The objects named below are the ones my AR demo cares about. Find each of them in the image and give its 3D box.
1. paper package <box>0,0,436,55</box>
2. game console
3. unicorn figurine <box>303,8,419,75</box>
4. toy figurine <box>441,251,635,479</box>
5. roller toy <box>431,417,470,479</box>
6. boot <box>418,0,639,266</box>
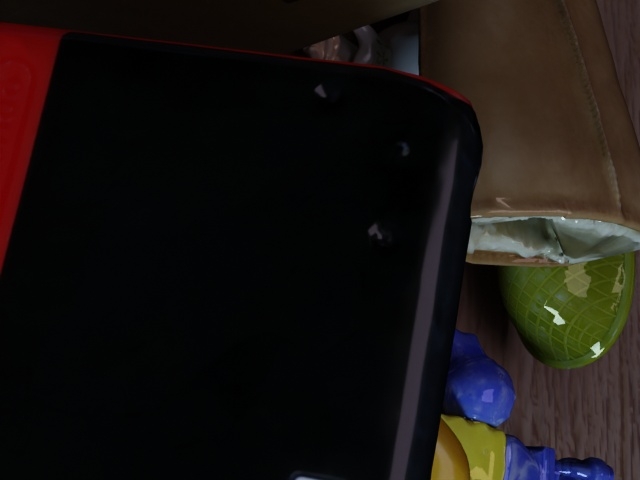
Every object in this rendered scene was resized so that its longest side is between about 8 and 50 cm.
[{"bbox_3d":[-0.070,-0.194,0.377,0.310,0.325,0.168,8,82,-34],"label":"paper package"},{"bbox_3d":[-0.142,0.105,0.337,0.342,0.060,0.386,9,78,7],"label":"game console"},{"bbox_3d":[0.057,-0.123,0.621,0.162,0.060,0.111,-23,100,-18],"label":"unicorn figurine"},{"bbox_3d":[0.090,0.112,0.544,0.217,0.191,0.362,11,78,-28],"label":"toy figurine"},{"bbox_3d":[-0.043,0.044,0.435,0.191,0.146,0.209,-9,83,1],"label":"roller toy"},{"bbox_3d":[0.149,-0.115,0.580,0.236,0.089,0.269,1,64,-17],"label":"boot"}]
